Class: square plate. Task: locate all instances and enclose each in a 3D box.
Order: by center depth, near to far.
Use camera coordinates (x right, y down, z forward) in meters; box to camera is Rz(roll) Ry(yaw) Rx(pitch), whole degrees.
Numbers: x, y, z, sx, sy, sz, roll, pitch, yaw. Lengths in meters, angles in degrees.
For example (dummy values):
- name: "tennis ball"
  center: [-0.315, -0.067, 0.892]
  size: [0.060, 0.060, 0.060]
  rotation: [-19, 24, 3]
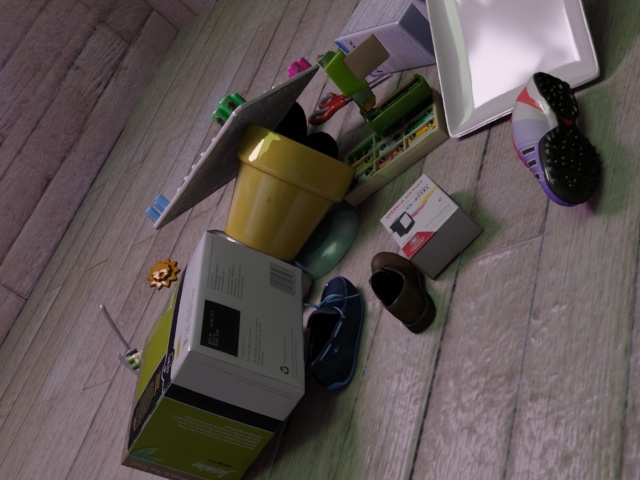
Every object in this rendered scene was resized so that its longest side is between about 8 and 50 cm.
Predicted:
- name: "square plate"
  center: [0.361, -0.408, 1.642]
  size: [0.344, 0.049, 0.347]
  rotation: [-21, 73, 47]

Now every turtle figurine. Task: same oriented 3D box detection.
- name: "turtle figurine"
  center: [-0.364, 0.311, 1.824]
  size: [0.198, 0.275, 0.266]
  rotation: [126, 149, -46]

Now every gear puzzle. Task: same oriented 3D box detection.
- name: "gear puzzle"
  center: [-0.267, 0.087, 1.995]
  size: [0.339, 0.044, 0.175]
  rotation: [11, 61, 29]

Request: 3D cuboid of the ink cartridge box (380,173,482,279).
- name: "ink cartridge box"
  center: [0.196, -0.028, 1.549]
  size: [0.127, 0.072, 0.175]
  rotation: [-47, 27, 9]

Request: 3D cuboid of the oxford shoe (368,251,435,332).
- name: "oxford shoe"
  center: [0.128, 0.067, 1.513]
  size: [0.083, 0.096, 0.227]
  rotation: [-49, 25, 9]

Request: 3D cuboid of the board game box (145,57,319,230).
- name: "board game box"
  center: [-0.199, -0.228, 1.946]
  size: [0.390, 0.050, 0.390]
  rotation: [-48, -3, 35]

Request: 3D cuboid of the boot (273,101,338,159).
- name: "boot"
  center: [-0.058, -0.241, 2.145]
  size: [0.260, 0.131, 0.348]
  rotation: [-25, 47, 54]

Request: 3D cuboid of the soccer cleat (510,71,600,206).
- name: "soccer cleat"
  center: [0.376, -0.149, 1.412]
  size: [0.318, 0.108, 0.116]
  rotation: [-87, 21, -46]

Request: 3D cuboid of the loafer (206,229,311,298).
- name: "loafer"
  center: [-0.158, 0.066, 1.863]
  size: [0.319, 0.112, 0.111]
  rotation: [27, 87, 42]

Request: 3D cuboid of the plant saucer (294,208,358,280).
- name: "plant saucer"
  center: [0.000, 0.000, 1.862]
  size: [0.195, 0.037, 0.195]
  rotation: [-37, 31, 26]

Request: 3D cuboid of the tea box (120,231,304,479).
- name: "tea box"
  center: [-0.195, 0.228, 1.590]
  size: [0.323, 0.220, 0.329]
  rotation: [-55, 21, 32]

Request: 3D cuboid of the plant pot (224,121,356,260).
- name: "plant pot"
  center: [-0.083, -0.095, 1.825]
  size: [0.239, 0.254, 0.254]
  rotation: [-67, 26, 4]

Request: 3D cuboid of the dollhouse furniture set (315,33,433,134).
- name: "dollhouse furniture set"
  center: [0.112, -0.377, 1.929]
  size: [0.151, 0.197, 0.301]
  rotation: [-39, 14, 7]

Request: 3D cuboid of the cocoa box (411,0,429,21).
- name: "cocoa box"
  center: [0.297, -0.628, 1.827]
  size: [0.228, 0.347, 0.231]
  rotation: [-21, 34, 47]

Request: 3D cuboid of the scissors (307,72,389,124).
- name: "scissors"
  center: [0.069, -0.366, 2.241]
  size: [0.297, 0.021, 0.109]
  rotation: [-6, 48, 54]

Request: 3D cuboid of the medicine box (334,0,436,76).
- name: "medicine box"
  center: [0.217, -0.564, 2.108]
  size: [0.263, 0.149, 0.289]
  rotation: [-58, 27, -14]

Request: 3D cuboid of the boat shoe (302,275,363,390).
- name: "boat shoe"
  center: [0.024, 0.150, 1.575]
  size: [0.109, 0.089, 0.258]
  rotation: [-38, 29, 25]

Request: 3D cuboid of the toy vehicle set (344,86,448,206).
- name: "toy vehicle set"
  center: [0.159, -0.204, 1.869]
  size: [0.267, 0.035, 0.166]
  rotation: [-37, 30, 27]
